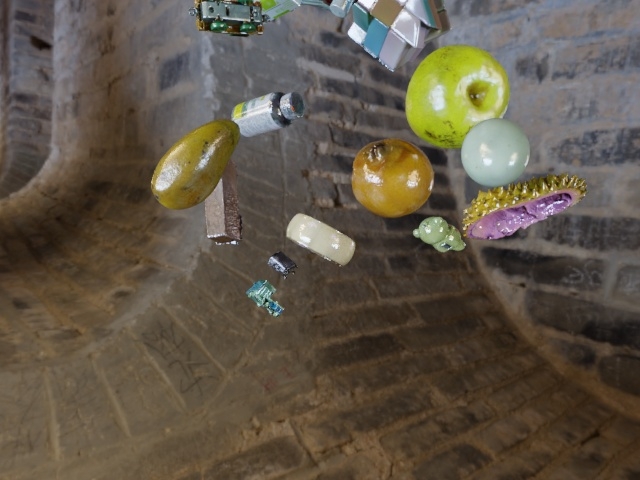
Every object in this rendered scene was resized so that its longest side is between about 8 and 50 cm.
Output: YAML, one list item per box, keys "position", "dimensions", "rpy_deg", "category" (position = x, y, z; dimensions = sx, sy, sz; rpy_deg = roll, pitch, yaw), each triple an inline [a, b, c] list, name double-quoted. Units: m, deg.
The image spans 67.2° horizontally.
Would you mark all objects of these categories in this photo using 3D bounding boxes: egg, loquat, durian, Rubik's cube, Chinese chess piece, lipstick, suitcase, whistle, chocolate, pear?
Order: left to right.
- position: [-0.364, -0.142, 1.765]
  dimensions: [0.112, 0.320, 0.112]
  rpy_deg: [-6, 174, 14]
  category: "chocolate"
- position: [-0.179, 0.112, 2.255]
  dimensions: [0.126, 0.059, 0.086]
  rpy_deg: [40, -141, 17]
  category: "suitcase"
- position: [0.000, 0.000, 1.829]
  dimensions: [0.270, 0.112, 0.270]
  rpy_deg: [28, 177, 2]
  category: "Chinese chess piece"
- position: [0.078, -0.621, 1.169]
  dimensions: [0.048, 0.157, 0.048]
  rpy_deg: [27, 176, 2]
  category: "lipstick"
- position: [0.281, -0.247, 1.901]
  dimensions: [0.329, 0.327, 0.328]
  rpy_deg: [5, -174, 0]
  category: "loquat"
- position: [0.327, -0.917, 1.970]
  dimensions: [0.387, 0.368, 0.358]
  rpy_deg: [42, -147, 8]
  category: "Rubik's cube"
- position: [0.487, -0.020, 1.923]
  dimensions: [0.289, 0.106, 0.131]
  rpy_deg: [23, 135, -40]
  category: "whistle"
- position: [0.484, -0.518, 1.765]
  dimensions: [0.392, 0.390, 0.391]
  rpy_deg: [5, -174, 0]
  category: "pear"
- position: [0.404, -0.202, 1.117]
  dimensions: [0.150, 0.149, 0.192]
  rpy_deg: [6, -138, 10]
  category: "egg"
- position: [0.509, -0.106, 1.271]
  dimensions: [0.191, 0.112, 0.341]
  rpy_deg: [23, 142, -39]
  category: "durian"

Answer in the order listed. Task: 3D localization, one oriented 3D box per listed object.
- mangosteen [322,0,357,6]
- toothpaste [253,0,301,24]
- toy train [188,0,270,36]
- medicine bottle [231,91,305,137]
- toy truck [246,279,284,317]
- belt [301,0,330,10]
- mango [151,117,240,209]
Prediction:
- position: [0.057, -0.783, 1.395]
  dimensions: [0.210, 0.209, 0.210]
  rpy_deg: [5, -174, 0]
  category: "mangosteen"
- position: [-0.173, -0.748, 1.536]
  dimensions: [0.081, 0.067, 0.337]
  rpy_deg: [23, 173, -35]
  category: "toothpaste"
- position: [-0.254, -0.617, 1.339]
  dimensions: [0.228, 0.091, 0.136]
  rpy_deg: [-8, -171, -23]
  category: "toy train"
- position: [-0.204, -0.502, 1.906]
  dimensions: [0.294, 0.141, 0.141]
  rpy_deg: [-5, 180, 34]
  category: "medicine bottle"
- position: [-0.167, 0.184, 1.562]
  dimensions: [0.067, 0.081, 0.175]
  rpy_deg: [49, 162, -32]
  category: "toy truck"
- position: [-0.034, -1.010, 2.030]
  dimensions: [0.303, 0.087, 0.072]
  rpy_deg: [4, -172, -9]
  category: "belt"
- position: [-0.370, -0.233, 1.465]
  dimensions: [0.176, 0.329, 0.176]
  rpy_deg: [43, -171, -12]
  category: "mango"
